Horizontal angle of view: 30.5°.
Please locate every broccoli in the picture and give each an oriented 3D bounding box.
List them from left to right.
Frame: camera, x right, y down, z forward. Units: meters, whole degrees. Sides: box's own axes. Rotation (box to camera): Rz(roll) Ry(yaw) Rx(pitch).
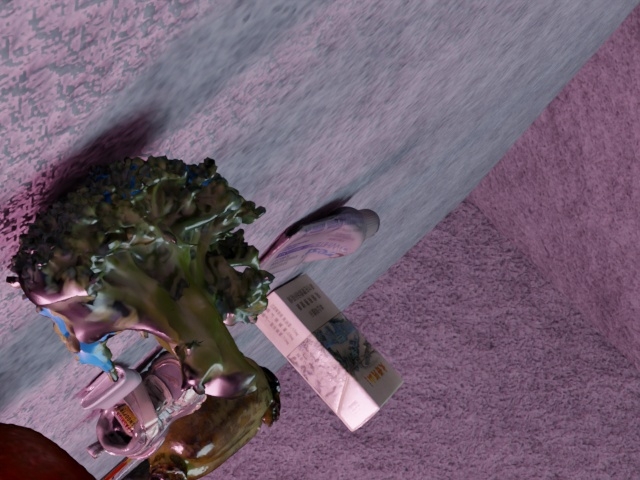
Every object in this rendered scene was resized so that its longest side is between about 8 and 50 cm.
[{"bbox_3d":[-0.094,0.028,0.692,0.154,0.160,0.167,-26,152,-9],"label":"broccoli"}]

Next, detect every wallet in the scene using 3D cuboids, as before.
[{"bbox_3d":[-0.236,0.167,1.326,0.061,0.025,0.122,-45,175,-6],"label":"wallet"}]

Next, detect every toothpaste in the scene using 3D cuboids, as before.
[{"bbox_3d":[0.000,-0.002,1.611,0.282,0.068,0.099,-22,131,-57],"label":"toothpaste"}]

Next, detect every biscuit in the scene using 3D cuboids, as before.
[{"bbox_3d":[-0.346,0.410,2.254,0.292,0.026,0.048,-41,169,-29],"label":"biscuit"}]

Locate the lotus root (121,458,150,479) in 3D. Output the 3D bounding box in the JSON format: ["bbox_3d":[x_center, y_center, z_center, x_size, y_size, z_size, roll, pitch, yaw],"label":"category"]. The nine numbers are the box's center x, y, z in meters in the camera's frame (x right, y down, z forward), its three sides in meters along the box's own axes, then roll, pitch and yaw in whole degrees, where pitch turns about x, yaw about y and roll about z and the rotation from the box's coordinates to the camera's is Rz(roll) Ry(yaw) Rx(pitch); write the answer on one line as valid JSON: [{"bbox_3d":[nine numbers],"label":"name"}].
[{"bbox_3d":[-0.344,0.505,2.399,0.158,0.140,0.322,-27,-179,4],"label":"lotus root"}]

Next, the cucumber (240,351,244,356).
[{"bbox_3d":[-0.164,0.232,2.192,0.037,0.037,0.155,-42,172,-19],"label":"cucumber"}]

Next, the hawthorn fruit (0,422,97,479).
[{"bbox_3d":[-0.246,0.258,0.903,0.266,0.210,0.230,0,-168,43],"label":"hawthorn fruit"}]

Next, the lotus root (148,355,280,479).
[{"bbox_3d":[-0.193,0.306,1.969,0.309,0.173,0.173,-38,171,-49],"label":"lotus root"}]

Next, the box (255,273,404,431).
[{"bbox_3d":[0.013,0.182,1.962,0.069,0.256,0.164,-45,174,20],"label":"box"}]

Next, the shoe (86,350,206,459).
[{"bbox_3d":[-0.219,0.203,1.452,0.180,0.089,0.092,-49,161,21],"label":"shoe"}]
